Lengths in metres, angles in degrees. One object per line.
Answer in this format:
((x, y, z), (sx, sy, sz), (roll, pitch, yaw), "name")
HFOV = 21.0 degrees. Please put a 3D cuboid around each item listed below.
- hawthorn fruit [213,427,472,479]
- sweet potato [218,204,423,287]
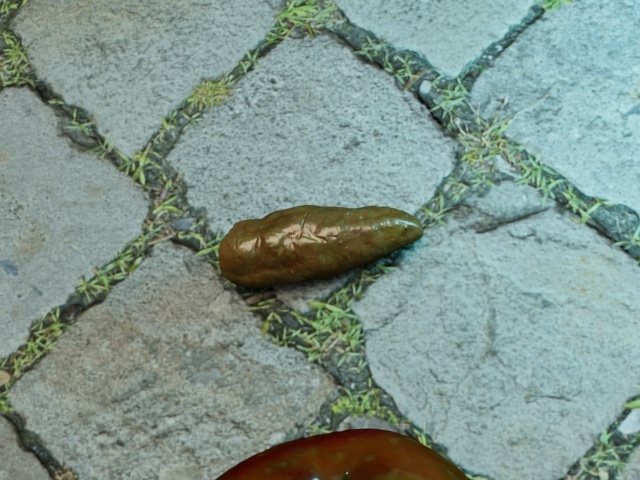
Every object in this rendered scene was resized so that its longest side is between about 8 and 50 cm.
((0.031, 0.361, 1.726), (0.403, 0.403, 0.403), (-5, 61, 10), "hawthorn fruit")
((0.000, 0.000, 2.111), (0.252, 0.097, 0.097), (-11, 60, 2), "sweet potato")
